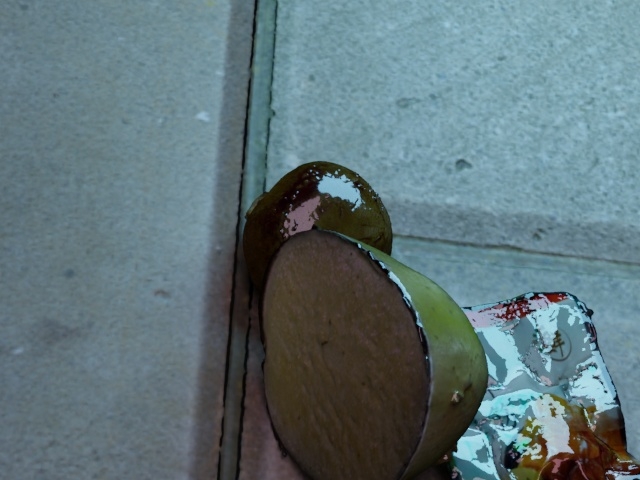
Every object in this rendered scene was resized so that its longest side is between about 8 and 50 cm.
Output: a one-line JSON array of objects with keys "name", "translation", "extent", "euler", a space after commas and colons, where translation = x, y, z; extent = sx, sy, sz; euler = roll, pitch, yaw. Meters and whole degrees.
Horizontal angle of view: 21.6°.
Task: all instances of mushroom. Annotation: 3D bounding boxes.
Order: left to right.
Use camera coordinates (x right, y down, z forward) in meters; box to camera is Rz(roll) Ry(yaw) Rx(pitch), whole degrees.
[{"name": "mushroom", "translation": [0.000, 0.000, 1.315], "extent": [0.127, 0.087, 0.127], "euler": [4, 79, -19]}]

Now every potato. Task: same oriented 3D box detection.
[{"name": "potato", "translation": [0.051, 0.085, 1.222], "extent": [0.117, 0.182, 0.202], "euler": [-4, 29, -36]}]

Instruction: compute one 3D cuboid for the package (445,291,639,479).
[{"name": "package", "translation": [0.160, 0.141, 1.267], "extent": [0.166, 0.040, 0.232], "euler": [-8, 58, -14]}]
